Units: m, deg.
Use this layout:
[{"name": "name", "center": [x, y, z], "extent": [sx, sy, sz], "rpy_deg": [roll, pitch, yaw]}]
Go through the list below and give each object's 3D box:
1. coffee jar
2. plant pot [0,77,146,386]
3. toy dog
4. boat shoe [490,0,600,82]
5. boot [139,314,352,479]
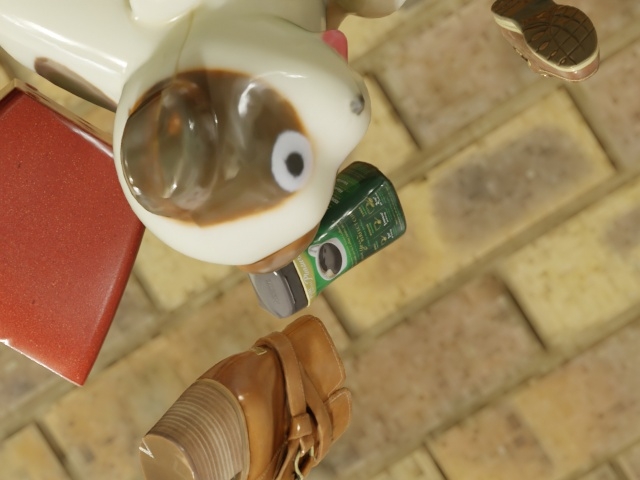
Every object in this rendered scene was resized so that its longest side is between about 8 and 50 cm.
[{"name": "coffee jar", "center": [0.000, 0.000, 2.002], "extent": [0.184, 0.096, 0.079], "rpy_deg": [-36, -143, -22]}, {"name": "plant pot", "center": [-0.317, -0.029, 2.032], "extent": [0.236, 0.267, 0.267], "rpy_deg": [-58, -168, 1]}, {"name": "toy dog", "center": [-0.120, -0.168, 1.514], "extent": [0.395, 0.408, 0.284], "rpy_deg": [-33, 149, 1]}, {"name": "boat shoe", "center": [0.222, -0.188, 1.773], "extent": [0.064, 0.060, 0.178], "rpy_deg": [-30, -149, -4]}, {"name": "boot", "center": [-0.058, 0.220, 1.650], "extent": [0.109, 0.284, 0.220], "rpy_deg": [10, -147, 36]}]
